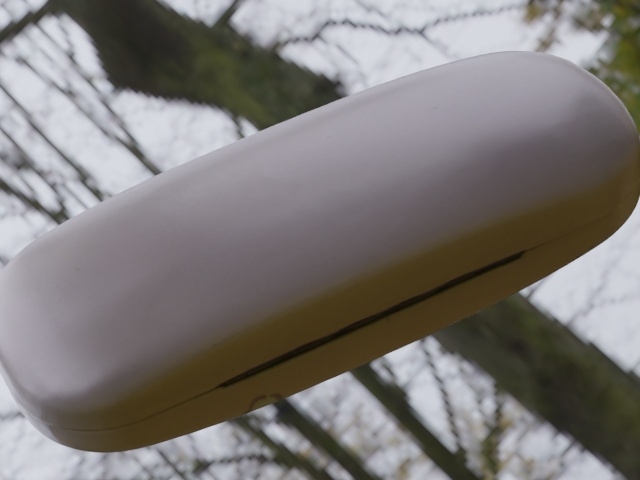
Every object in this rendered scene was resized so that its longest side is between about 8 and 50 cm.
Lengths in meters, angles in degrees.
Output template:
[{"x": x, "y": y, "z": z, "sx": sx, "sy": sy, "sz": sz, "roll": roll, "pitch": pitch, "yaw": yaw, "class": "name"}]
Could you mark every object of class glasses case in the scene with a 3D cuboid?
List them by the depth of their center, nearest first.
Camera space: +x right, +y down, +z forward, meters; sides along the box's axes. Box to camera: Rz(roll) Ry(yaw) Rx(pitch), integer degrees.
[{"x": 0.000, "y": 0.000, "z": 0.835, "sx": 0.297, "sy": 0.113, "sz": 0.075, "roll": -23, "pitch": -46, "yaw": -11, "class": "glasses case"}]
